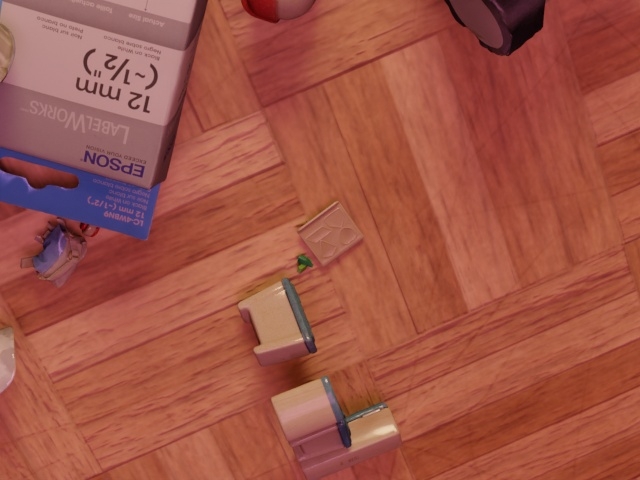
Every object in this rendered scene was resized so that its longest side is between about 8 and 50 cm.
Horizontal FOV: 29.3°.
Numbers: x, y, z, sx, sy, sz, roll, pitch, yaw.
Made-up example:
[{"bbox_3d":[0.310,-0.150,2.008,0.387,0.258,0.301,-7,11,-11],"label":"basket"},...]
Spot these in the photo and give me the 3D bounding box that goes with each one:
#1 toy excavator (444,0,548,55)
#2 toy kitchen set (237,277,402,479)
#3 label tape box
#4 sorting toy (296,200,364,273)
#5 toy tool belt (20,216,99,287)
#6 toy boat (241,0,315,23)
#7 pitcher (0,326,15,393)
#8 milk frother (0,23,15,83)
[{"bbox_3d":[0.101,-0.440,1.060,0.222,0.433,0.445,-40,74,-6],"label":"toy excavator"},{"bbox_3d":[0.002,0.153,1.390,0.122,0.166,0.207,-21,153,-3],"label":"toy kitchen set"},{"bbox_3d":[-0.250,-0.152,1.118,0.249,0.115,0.348,16,118,-4],"label":"label tape box"},{"bbox_3d":[0.000,0.000,1.348,0.083,0.012,0.062,-36,121,0],"label":"sorting toy"},{"bbox_3d":[-0.270,0.004,1.266,0.051,0.052,0.083,29,104,-31],"label":"toy tool belt"},{"bbox_3d":[-0.064,-0.324,1.127,0.151,0.151,0.231,8,112,2],"label":"toy boat"},{"bbox_3d":[-0.442,0.141,1.257,0.207,0.125,0.178,15,125,-30],"label":"pitcher"},{"bbox_3d":[-0.303,-0.210,0.978,0.143,0.129,0.135,-42,147,-3],"label":"milk frother"}]
